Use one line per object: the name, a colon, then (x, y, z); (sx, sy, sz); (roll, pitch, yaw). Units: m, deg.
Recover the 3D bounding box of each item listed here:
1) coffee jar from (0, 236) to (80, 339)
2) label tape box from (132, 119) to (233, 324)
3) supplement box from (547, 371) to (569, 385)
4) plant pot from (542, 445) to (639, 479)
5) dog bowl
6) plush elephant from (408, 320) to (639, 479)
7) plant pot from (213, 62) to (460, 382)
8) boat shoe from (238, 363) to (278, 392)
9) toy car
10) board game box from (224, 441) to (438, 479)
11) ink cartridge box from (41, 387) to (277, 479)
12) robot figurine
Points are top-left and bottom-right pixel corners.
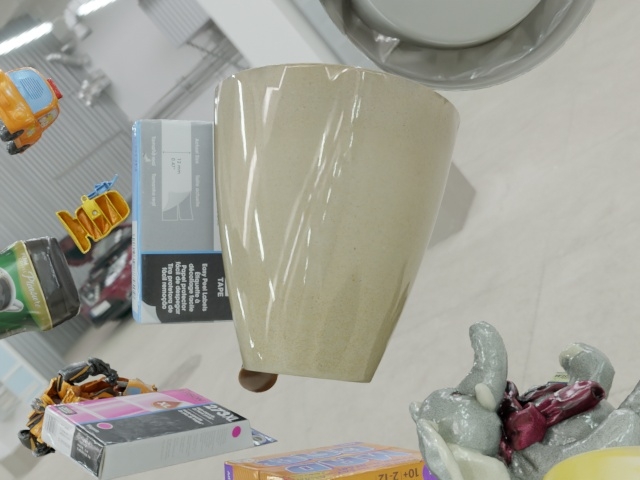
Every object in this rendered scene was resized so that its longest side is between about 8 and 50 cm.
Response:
coffee jar: (-0.341, 0.063, 0.737); (0.184, 0.096, 0.079); (-19, -10, -24)
label tape box: (-0.069, -0.024, 0.969); (0.347, 0.249, 0.115); (0, 0, -16)
supplement box: (0.499, 0.317, 1.486); (0.056, 0.083, 0.083); (-3, 4, 32)
plant pot: (0.195, 0.260, 0.403); (0.254, 0.254, 0.239); (-30, 29, 43)
dog bowl: (0.144, -0.346, 0.826); (0.348, 0.349, 0.102); (-40, 12, 5)
plush elephant: (0.233, 0.221, 0.887); (0.330, 0.255, 0.272); (-64, 3, -4)
plant pot: (0.000, 0.000, 0.746); (0.256, 0.256, 0.274); (166, 113, -65)
boat shoe: (-0.099, 0.211, 1.370); (0.207, 0.073, 0.073); (120, 170, -47)
toy car: (-0.133, -0.043, 0.377); (0.040, 0.122, 0.060); (-35, -13, -17)
board game box: (0.038, 0.634, 1.530); (0.356, 0.357, 0.356); (1, -9, -31)
ink cartridge box: (-0.256, 0.314, 1.242); (0.175, 0.371, 0.069); (14, 94, 41)
robot figurine: (-0.427, 0.331, 1.402); (0.211, 0.085, 0.291); (-57, -30, 0)
